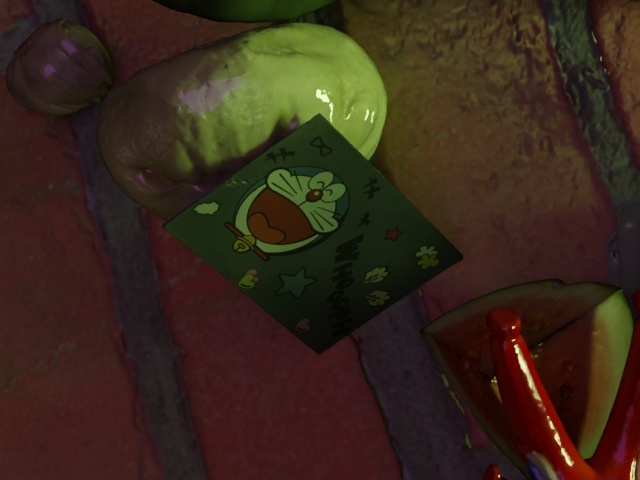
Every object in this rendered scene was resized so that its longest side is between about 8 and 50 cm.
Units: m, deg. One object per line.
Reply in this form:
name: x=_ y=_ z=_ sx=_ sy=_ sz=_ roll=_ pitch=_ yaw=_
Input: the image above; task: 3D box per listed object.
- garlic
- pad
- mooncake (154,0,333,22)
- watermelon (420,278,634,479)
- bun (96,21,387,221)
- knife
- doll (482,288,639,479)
garlic: x=-0.253 y=-0.160 z=1.792 sx=0.113 sy=0.074 sz=0.094 roll=-35 pitch=94 yaw=40
pad: x=0.000 y=0.000 z=1.626 sx=0.170 sy=0.245 sz=0.006 roll=-35 pitch=45 yaw=13
mooncake: x=-0.068 y=-0.362 z=1.620 sx=0.351 sy=0.187 sz=0.351 roll=6 pitch=57 yaw=-9
watermelon: x=0.176 y=0.110 z=1.629 sx=0.137 sy=0.145 sz=0.193 roll=14 pitch=98 yaw=-25
bun: x=-0.063 y=-0.091 z=1.642 sx=0.259 sy=0.259 sz=0.160 roll=-21 pitch=81 yaw=16
knife: x=0.281 y=0.093 z=1.619 sx=0.073 sy=0.040 sz=0.265 roll=-2 pitch=86 yaw=29
doll: x=0.225 y=0.235 z=1.553 sx=0.188 sy=0.099 sz=0.384 roll=-5 pitch=101 yaw=-7
